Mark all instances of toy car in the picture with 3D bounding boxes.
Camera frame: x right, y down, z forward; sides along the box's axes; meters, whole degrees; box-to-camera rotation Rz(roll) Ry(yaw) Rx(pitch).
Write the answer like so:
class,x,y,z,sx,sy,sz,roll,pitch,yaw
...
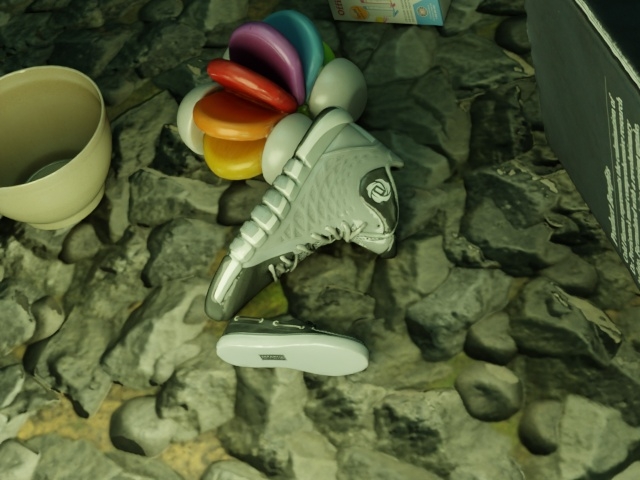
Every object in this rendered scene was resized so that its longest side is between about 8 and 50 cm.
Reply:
class,x,y,z,sx,sy,sz,roll,pitch,yaw
toy car,-0.055,-0.151,1.370,0.159,0.136,0.182,23,61,29

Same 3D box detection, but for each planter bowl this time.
class,x,y,z,sx,sy,sz,roll,pitch,yaw
planter bowl,-0.277,-0.079,1.389,0.162,0.109,0.162,-7,50,9

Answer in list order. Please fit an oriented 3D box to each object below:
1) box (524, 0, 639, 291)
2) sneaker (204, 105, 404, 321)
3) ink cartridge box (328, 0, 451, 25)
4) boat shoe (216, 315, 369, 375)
class,x,y,z,sx,sy,sz,roll,pitch,yaw
box,0.472,-0.100,1.084,0.480,0.297,0.471,-21,51,-2
sneaker,0.000,0.000,1.274,0.132,0.086,0.228,33,86,0
ink cartridge box,0.066,-0.293,1.481,0.143,0.092,0.090,5,54,20
boat shoe,-0.023,0.088,1.228,0.142,0.049,0.040,2,52,19
